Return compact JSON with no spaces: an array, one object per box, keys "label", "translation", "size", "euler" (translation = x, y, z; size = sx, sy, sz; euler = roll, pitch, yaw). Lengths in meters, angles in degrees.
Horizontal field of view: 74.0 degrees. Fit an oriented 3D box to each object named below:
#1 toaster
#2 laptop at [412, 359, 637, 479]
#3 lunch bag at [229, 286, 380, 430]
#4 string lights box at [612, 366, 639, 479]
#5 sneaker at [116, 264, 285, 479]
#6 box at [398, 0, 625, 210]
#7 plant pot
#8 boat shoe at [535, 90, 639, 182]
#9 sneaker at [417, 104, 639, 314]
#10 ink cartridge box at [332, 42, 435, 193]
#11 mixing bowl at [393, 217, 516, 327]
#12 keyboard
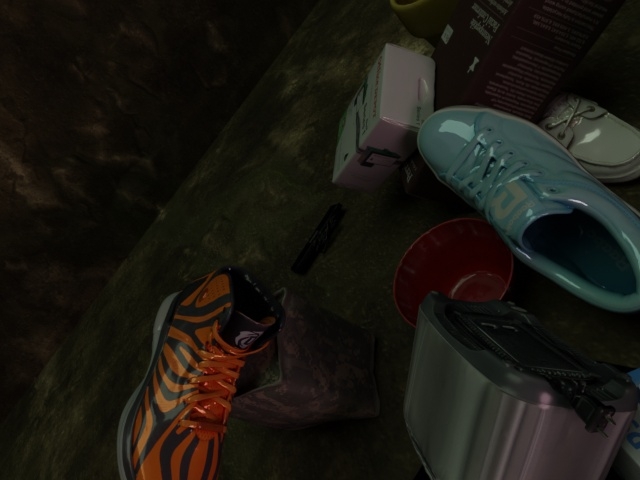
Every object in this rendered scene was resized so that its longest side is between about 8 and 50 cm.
[{"label":"toaster","translation":[0.158,0.148,0.374],"size":[0.227,0.129,0.147],"euler":[-124,43,-74]},{"label":"laptop","translation":[0.281,0.339,0.362],"size":[0.408,0.236,0.382],"euler":[-38,24,-33]},{"label":"lunch bag","translation":[-0.083,0.218,0.705],"size":[0.287,0.235,0.169],"euler":[-27,47,32]},{"label":"string lights box","translation":[0.359,0.131,0.315],"size":[0.259,0.077,0.133],"euler":[-27,20,5]},{"label":"sneaker","translation":[-0.134,0.162,0.512],"size":[0.180,0.124,0.321],"euler":[-33,47,29]},{"label":"box","translation":[0.260,-0.258,0.676],"size":[0.191,0.143,0.381],"euler":[-94,21,-48]},{"label":"plant pot","translation":[0.312,-0.485,0.877],"size":[0.254,0.239,0.254],"euler":[-31,39,29]},{"label":"boat shoe","translation":[0.372,-0.177,0.652],"size":[0.098,0.096,0.277],"euler":[-46,34,10]},{"label":"sneaker","translation":[0.246,-0.059,0.508],"size":[0.366,0.150,0.135],"euler":[43,120,28]},{"label":"ink cartridge box","translation":[0.106,-0.207,0.758],"size":[0.219,0.092,0.160],"euler":[132,148,-63]},{"label":"mixing bowl","translation":[0.209,0.068,0.620],"size":[0.181,0.098,0.181],"euler":[-31,40,30]},{"label":"keyboard","translation":[0.000,0.000,1.001],"size":[0.192,0.038,0.100],"euler":[-58,11,-6]}]
